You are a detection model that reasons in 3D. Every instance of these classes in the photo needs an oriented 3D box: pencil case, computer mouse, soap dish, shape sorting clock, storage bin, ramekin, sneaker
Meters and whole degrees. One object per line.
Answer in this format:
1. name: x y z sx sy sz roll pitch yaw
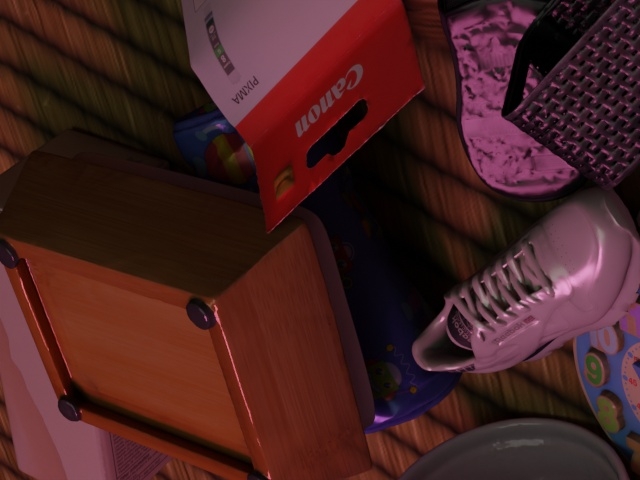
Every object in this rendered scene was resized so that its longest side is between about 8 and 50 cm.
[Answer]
1. pencil case: 0.000 0.000 1.430 0.119 0.133 0.306 -25 106 13
2. computer mouse: 0.165 -0.153 1.228 0.184 0.060 0.262 -9 120 22
3. soap dish: -0.109 0.064 1.394 0.291 0.118 0.229 15 133 38
4. shape sorting clock: 0.262 0.121 1.330 0.206 0.040 0.206 36 141 36
5. storage bin: 0.201 -0.134 1.115 0.084 0.122 0.180 35 125 -11
6. ramekin: 0.153 0.247 1.428 0.207 0.207 0.109 7 133 38
7. sneaker: 0.149 0.038 1.314 0.090 0.095 0.235 69 152 22

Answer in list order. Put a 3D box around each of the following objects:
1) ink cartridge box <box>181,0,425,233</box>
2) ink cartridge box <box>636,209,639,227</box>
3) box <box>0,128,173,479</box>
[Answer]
1. ink cartridge box: -0.020 -0.146 1.262 0.056 0.225 0.181 19 136 -33
2. ink cartridge box: 0.347 0.021 1.145 0.353 0.119 0.207 28 135 23
3. box: -0.207 0.073 1.647 0.121 0.148 0.311 19 130 30
